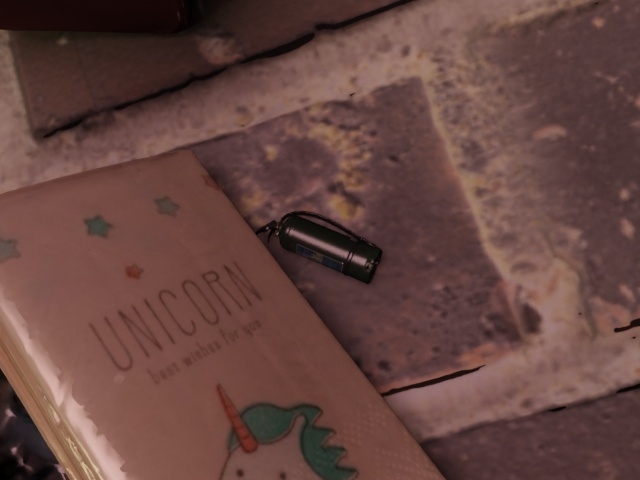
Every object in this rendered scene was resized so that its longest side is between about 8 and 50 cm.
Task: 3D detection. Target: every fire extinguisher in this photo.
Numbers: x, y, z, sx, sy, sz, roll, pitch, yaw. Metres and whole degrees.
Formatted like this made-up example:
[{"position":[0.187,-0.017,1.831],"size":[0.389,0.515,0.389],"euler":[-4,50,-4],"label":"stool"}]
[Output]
[{"position":[0.000,0.000,0.441],"size":[0.083,0.025,0.038],"euler":[21,52,12],"label":"fire extinguisher"}]

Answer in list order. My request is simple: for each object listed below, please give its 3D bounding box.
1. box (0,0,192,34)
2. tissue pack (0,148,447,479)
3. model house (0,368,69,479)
[{"position":[-0.161,-0.235,0.371],"size":[0.193,0.294,0.168],"euler":[-2,90,-5],"label":"box"},{"position":[-0.054,0.099,0.368],"size":[0.325,0.170,0.071],"euler":[51,136,13],"label":"tissue pack"},{"position":[-0.253,0.164,0.334],"size":[0.298,0.284,0.243],"euler":[21,90,12],"label":"model house"}]
